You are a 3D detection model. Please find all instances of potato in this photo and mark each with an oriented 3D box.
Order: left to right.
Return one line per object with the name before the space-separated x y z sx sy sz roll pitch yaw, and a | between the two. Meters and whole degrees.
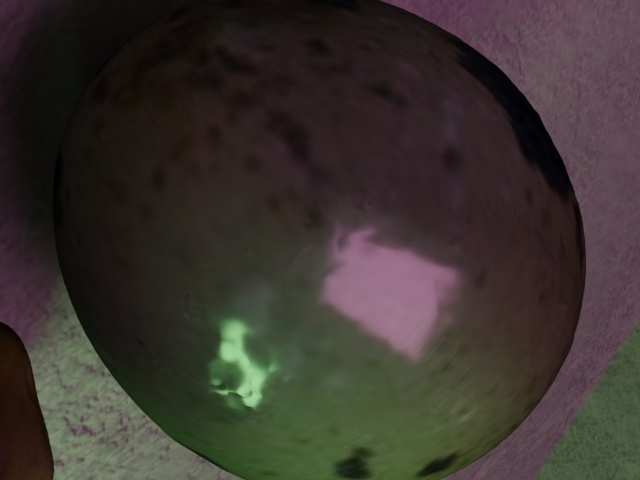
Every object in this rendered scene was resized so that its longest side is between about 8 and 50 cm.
potato | -0.257 0.138 0.762 0.137 0.154 0.200 -14 148 -15

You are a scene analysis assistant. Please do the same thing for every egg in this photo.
egg | 0.000 0.000 0.788 0.345 0.345 0.428 -54 136 0
